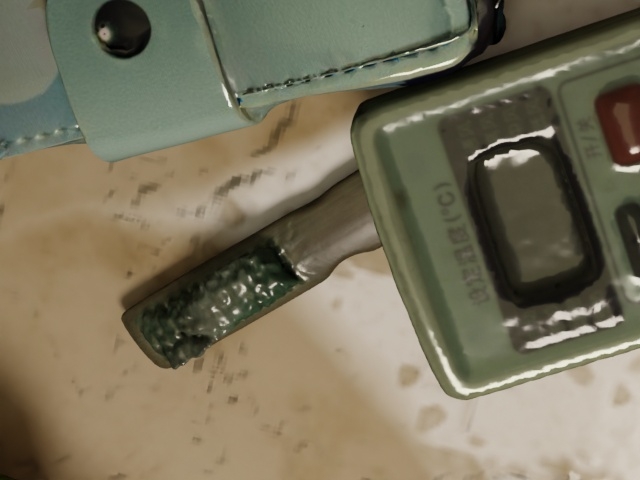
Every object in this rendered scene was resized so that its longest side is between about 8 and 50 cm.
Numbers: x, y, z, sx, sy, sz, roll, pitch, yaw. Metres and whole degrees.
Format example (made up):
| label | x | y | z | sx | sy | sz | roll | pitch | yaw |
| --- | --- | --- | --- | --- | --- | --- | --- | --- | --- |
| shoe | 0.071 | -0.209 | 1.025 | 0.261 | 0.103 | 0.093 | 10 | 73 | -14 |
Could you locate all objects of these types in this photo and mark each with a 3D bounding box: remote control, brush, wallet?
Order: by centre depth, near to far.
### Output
| label | x | y | z | sx | sy | sz | roll | pitch | yaw |
| --- | --- | --- | --- | --- | --- | --- | --- | --- | --- |
| remote control | 0.159 | -0.036 | 0.589 | 0.285 | 0.038 | 0.123 | -16 | 105 | 12 |
| wallet | -0.068 | -0.121 | 0.600 | 0.250 | 0.075 | 0.176 | -12 | 100 | 15 |
| brush | 0.000 | 0.000 | 0.650 | 0.190 | 0.027 | 0.034 | -30 | 102 | 19 |

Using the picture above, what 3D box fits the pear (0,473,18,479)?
| label | x | y | z | sx | sy | sz | roll | pitch | yaw |
| --- | --- | --- | --- | --- | --- | --- | --- | --- | --- |
| pear | -0.156 | 0.236 | 0.689 | 0.286 | 0.176 | 0.282 | 19 | 110 | 4 |
